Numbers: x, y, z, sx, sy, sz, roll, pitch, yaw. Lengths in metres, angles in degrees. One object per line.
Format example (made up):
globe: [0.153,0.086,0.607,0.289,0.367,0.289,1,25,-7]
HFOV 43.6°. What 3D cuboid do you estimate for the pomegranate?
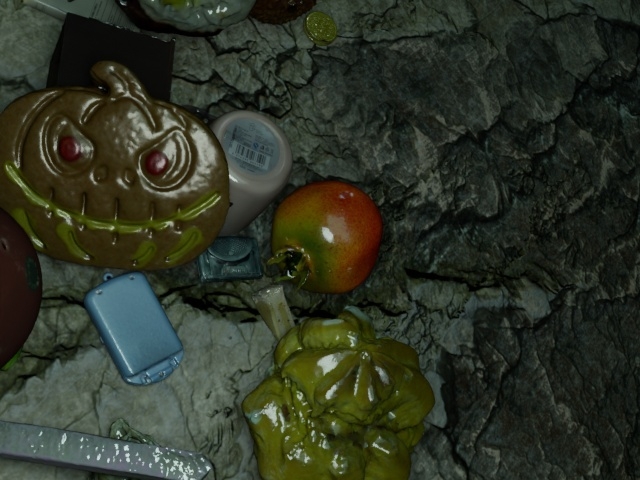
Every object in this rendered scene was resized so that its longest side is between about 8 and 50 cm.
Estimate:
pomegranate: [0.000,0.000,1.520,0.221,0.221,0.257,54,45,-1]

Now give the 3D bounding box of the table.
table: [-0.384,-0.284,1.445,0.193,0.169,0.172,11,66,-25]

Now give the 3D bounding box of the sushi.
sushi: [-0.257,-0.568,1.531,0.281,0.299,0.294,19,42,-40]

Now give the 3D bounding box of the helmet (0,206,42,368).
helmet: [-0.553,0.068,1.158,0.230,0.385,0.337,4,87,-71]

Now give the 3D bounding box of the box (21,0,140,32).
box: [-0.462,-0.474,1.559,0.247,0.033,0.129,22,62,-21]

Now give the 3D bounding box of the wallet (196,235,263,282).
wallet: [-0.173,0.033,1.525,0.129,0.026,0.088,-2,72,-31]

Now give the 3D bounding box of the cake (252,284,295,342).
cake: [-0.079,0.144,1.519,0.052,0.065,0.121,-31,94,-32]

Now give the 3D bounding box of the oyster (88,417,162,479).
oyster: [-0.284,0.431,1.264,0.198,0.112,0.267,15,70,-1]

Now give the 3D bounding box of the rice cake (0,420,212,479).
rice cake: [-0.344,0.321,1.211,0.365,0.072,0.056,9,69,0]

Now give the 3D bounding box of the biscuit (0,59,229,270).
biscuit: [-0.347,-0.117,1.318,0.394,0.070,0.350,1,107,-4]

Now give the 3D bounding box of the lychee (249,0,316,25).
lychee: [-0.091,-0.552,1.710,0.200,0.200,0.238,0,49,-30]

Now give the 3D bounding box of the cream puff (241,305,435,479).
cream puff: [0.047,0.295,1.399,0.378,0.275,0.378,11,67,-28]

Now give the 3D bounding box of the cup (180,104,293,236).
cup: [-0.185,-0.152,1.488,0.253,0.200,0.191,47,55,-5]

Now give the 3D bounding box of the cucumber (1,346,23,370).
cucumber: [-0.510,0.086,1.293,0.056,0.056,0.250,-3,75,-31]

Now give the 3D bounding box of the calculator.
calculator: [-0.322,0.148,1.386,0.121,0.039,0.210,-27,85,-37]

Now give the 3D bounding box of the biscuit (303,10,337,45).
biscuit: [-0.001,-0.486,1.834,0.084,0.023,0.084,11,65,-26]
